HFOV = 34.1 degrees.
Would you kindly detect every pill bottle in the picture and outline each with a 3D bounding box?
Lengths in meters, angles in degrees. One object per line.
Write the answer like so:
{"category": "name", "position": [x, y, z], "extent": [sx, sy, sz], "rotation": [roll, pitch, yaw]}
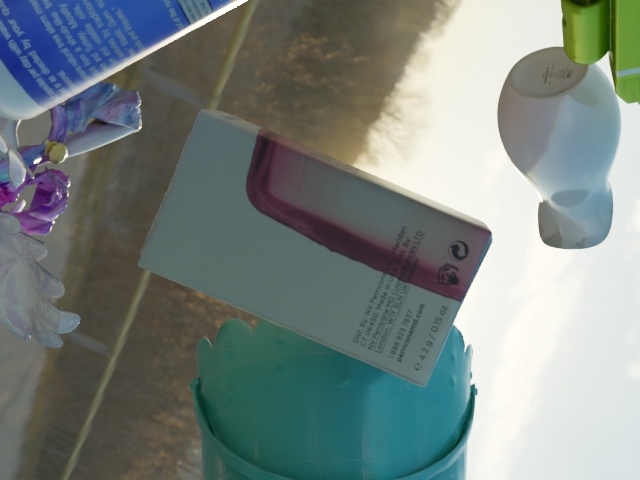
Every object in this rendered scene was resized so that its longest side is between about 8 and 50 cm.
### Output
{"category": "pill bottle", "position": [-0.185, -0.176, 0.704], "extent": [0.272, 0.152, 0.152], "rotation": [-29, -176, -1]}

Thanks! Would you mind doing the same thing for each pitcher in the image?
{"category": "pitcher", "position": [0.267, -0.120, 1.131], "extent": [0.207, 0.125, 0.178], "rotation": [64, 33, -43]}

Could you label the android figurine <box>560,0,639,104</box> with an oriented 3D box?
{"category": "android figurine", "position": [0.333, -0.199, 0.895], "extent": [0.273, 0.248, 0.056], "rotation": [56, 27, -61]}

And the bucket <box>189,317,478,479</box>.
{"category": "bucket", "position": [0.014, 0.190, 0.989], "extent": [0.281, 0.281, 0.183], "rotation": [124, -30, -59]}

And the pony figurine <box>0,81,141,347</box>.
{"category": "pony figurine", "position": [-0.363, -0.094, 1.111], "extent": [0.363, 0.351, 0.303], "rotation": [-45, 147, -42]}

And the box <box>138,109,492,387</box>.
{"category": "box", "position": [0.000, 0.000, 0.812], "extent": [0.148, 0.232, 0.127], "rotation": [-53, 166, -83]}
